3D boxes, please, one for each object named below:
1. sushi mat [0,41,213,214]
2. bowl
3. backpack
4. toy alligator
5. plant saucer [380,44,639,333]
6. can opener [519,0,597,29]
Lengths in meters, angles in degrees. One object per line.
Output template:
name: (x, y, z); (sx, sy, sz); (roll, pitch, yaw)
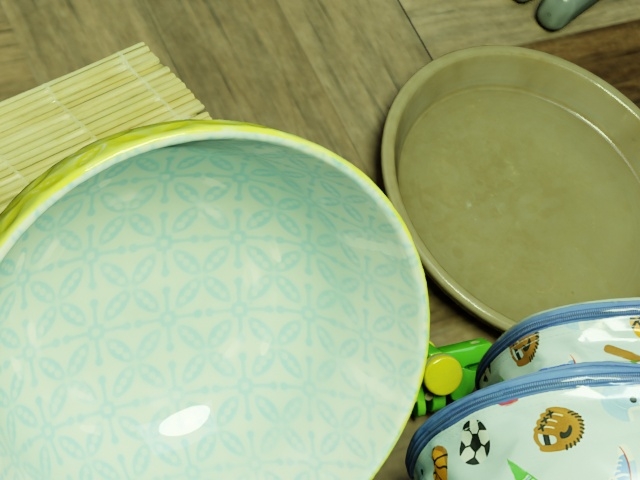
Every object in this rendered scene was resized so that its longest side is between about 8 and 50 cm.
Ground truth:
sushi mat: (-0.201, -0.029, 0.950); (0.316, 0.019, 0.151); (-29, 73, -33)
bowl: (-0.095, 0.051, 0.842); (0.289, 0.289, 0.156); (-4, 20, -24)
backpack: (0.187, 0.152, 0.862); (0.263, 0.276, 0.213); (-4, 57, -17)
toy alligator: (0.083, 0.097, 0.967); (0.190, 0.056, 0.051); (-3, 103, -17)
plant saucer: (0.172, -0.033, 1.091); (0.278, 0.041, 0.277); (10, 58, -17)
can opener: (0.284, -0.293, 1.259); (0.076, 0.095, 0.283); (45, 55, 9)
